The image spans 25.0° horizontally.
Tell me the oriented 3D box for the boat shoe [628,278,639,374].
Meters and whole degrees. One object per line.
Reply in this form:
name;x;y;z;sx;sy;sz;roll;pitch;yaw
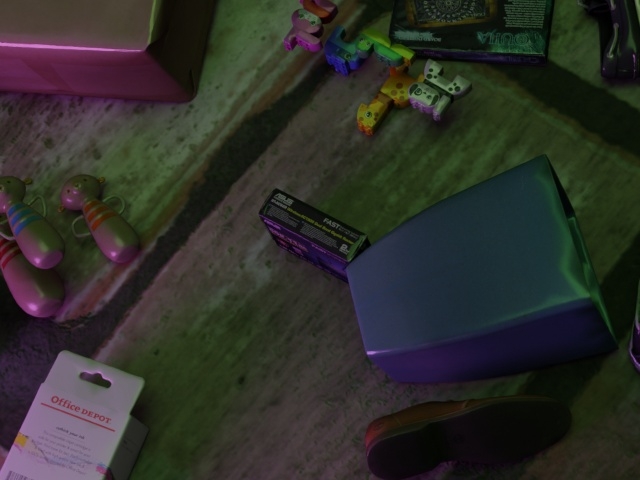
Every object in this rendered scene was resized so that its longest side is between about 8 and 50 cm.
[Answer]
boat shoe;0.381;-0.007;1.481;0.113;0.105;0.306;19;73;19

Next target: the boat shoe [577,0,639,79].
boat shoe;0.323;-0.274;1.627;0.065;0.075;0.206;-12;70;4

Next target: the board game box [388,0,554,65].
board game box;0.177;-0.267;1.682;0.186;0.026;0.126;5;69;14

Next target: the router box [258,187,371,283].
router box;0.000;0.000;1.570;0.122;0.092;0.038;27;75;22

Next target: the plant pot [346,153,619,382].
plant pot;0.158;0.049;1.480;0.234;0.165;0.165;-19;64;13

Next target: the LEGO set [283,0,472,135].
LEGO set;0.053;-0.182;1.644;0.227;0.087;0.093;32;80;16

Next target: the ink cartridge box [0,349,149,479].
ink cartridge box;-0.263;0.229;1.544;0.115;0.067;0.198;18;74;19

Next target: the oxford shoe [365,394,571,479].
oxford shoe;0.148;0.184;1.475;0.212;0.076;0.076;-8;25;-2

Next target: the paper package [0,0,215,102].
paper package;-0.296;-0.336;1.723;0.325;0.168;0.309;6;76;15

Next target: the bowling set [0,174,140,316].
bowling set;-0.360;-0.003;1.599;0.287;0.200;0.154;-36;63;-9
